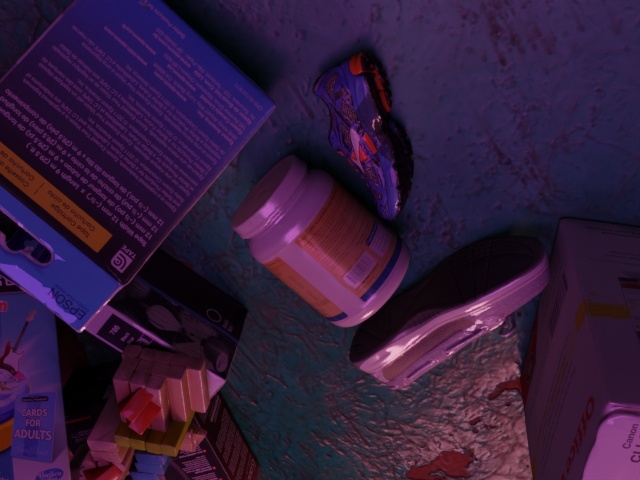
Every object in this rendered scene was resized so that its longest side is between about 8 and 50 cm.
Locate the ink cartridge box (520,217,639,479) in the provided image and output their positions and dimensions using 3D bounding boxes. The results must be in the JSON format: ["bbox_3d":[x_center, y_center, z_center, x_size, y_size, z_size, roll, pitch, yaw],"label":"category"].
[{"bbox_3d":[0.355,0.191,1.150,0.160,0.385,0.279,9,121,2],"label":"ink cartridge box"}]

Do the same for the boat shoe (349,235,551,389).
[{"bbox_3d":[0.181,0.102,1.283,0.320,0.118,0.103,-36,116,29],"label":"boat shoe"}]

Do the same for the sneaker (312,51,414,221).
[{"bbox_3d":[0.056,-0.125,1.192,0.087,0.083,0.221,-7,114,27],"label":"sneaker"}]

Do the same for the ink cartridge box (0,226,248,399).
[{"bbox_3d":[-0.259,0.068,1.285,0.332,0.165,0.065,34,121,-13],"label":"ink cartridge box"}]

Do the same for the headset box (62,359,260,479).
[{"bbox_3d":[-0.240,0.321,1.463,0.218,0.110,0.293,-16,117,17],"label":"headset box"}]

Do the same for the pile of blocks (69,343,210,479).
[{"bbox_3d":[-0.251,0.289,1.278,0.149,0.113,0.362,27,132,-6],"label":"pile of blocks"}]

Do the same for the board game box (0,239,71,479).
[{"bbox_3d":[-0.473,0.173,1.246,0.253,0.336,0.079,-3,167,-26],"label":"board game box"}]

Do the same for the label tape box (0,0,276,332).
[{"bbox_3d":[-0.259,-0.108,1.107,0.249,0.115,0.348,42,81,-15],"label":"label tape box"}]

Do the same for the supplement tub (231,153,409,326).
[{"bbox_3d":[0.000,0.000,1.223,0.199,0.144,0.144,41,117,-16],"label":"supplement tub"}]
